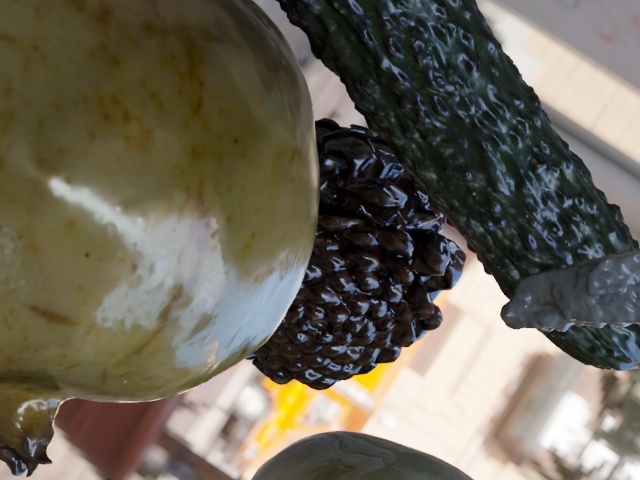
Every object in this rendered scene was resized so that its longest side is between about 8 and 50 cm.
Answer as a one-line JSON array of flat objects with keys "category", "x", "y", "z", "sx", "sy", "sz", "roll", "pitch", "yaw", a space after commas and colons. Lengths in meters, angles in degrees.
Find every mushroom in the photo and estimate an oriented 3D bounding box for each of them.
[{"category": "mushroom", "x": 0.034, "y": 0.288, "z": 1.559, "sx": 0.234, "sy": 0.254, "sz": 0.260, "roll": -53, "pitch": 169, "yaw": -21}]

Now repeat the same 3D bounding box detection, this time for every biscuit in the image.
[{"category": "biscuit", "x": 0.224, "y": 0.012, "z": 0.878, "sx": 0.141, "sy": 0.290, "sz": 0.038, "roll": 176, "pitch": -92, "yaw": -89}]

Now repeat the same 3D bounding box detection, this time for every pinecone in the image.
[{"category": "pinecone", "x": 0.000, "y": 0.000, "z": 1.481, "sx": 0.221, "sy": 0.221, "sz": 0.221, "roll": -57, "pitch": 177, "yaw": -5}]

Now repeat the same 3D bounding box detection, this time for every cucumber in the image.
[{"category": "cucumber", "x": 0.092, "y": -0.060, "z": 1.051, "sx": 0.096, "sy": 0.359, "sz": 0.096, "roll": -32, "pitch": -154, "yaw": 18}]

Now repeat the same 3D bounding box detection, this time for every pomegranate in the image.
[{"category": "pomegranate", "x": -0.172, "y": -0.025, "z": 1.168, "sx": 0.342, "sy": 0.342, "sz": 0.342, "roll": -57, "pitch": 177, "yaw": -5}]

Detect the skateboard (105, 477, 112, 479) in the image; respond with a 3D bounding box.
[{"category": "skateboard", "x": -0.224, "y": 0.278, "z": 1.850, "sx": 0.083, "sy": 0.064, "sz": 0.032, "roll": -48, "pitch": 178, "yaw": -14}]
